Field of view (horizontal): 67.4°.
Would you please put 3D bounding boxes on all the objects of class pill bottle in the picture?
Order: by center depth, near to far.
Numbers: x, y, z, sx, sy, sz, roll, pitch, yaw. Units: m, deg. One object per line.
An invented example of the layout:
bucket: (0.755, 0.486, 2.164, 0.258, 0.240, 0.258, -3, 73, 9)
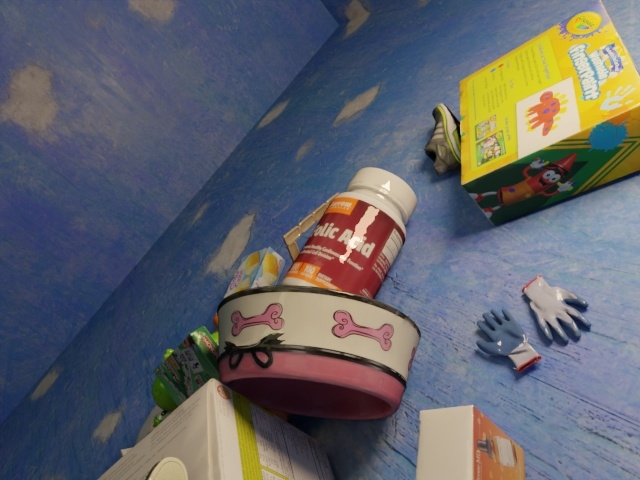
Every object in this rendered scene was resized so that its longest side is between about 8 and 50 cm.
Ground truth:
pill bottle: (0.084, 0.018, 1.239, 0.224, 0.224, 0.392, 1, 54, 53)

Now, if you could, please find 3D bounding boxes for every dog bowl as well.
dog bowl: (-0.014, 0.239, 0.937, 0.408, 0.408, 0.150, -19, 50, 40)

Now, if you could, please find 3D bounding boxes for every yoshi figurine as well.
yoshi figurine: (-0.317, 0.346, 1.300, 0.203, 0.203, 0.362, -28, 18, 46)

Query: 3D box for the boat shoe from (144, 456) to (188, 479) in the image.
boat shoe: (-0.241, 0.409, 0.632, 0.079, 0.084, 0.233, -22, 42, 32)

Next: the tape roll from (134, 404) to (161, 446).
tape roll: (-0.447, 0.564, 1.414, 0.219, 0.072, 0.219, -33, 31, 23)

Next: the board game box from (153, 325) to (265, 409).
board game box: (-0.235, 0.374, 1.093, 0.213, 0.317, 0.046, -43, -8, 37)

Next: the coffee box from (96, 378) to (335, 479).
coffee box: (-0.167, 0.525, 0.816, 0.338, 0.334, 0.338, -42, 32, 8)

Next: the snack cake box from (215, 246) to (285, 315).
snack cake box: (-0.235, 0.162, 1.622, 0.152, 0.089, 0.264, -19, 39, 39)

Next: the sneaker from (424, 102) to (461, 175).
sneaker: (0.358, -0.301, 1.408, 0.121, 0.111, 0.300, -36, 28, 27)

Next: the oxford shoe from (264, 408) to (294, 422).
oxford shoe: (-0.176, 0.443, 1.199, 0.364, 0.130, 0.133, -29, 0, 40)

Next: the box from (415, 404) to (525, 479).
box: (0.224, 0.341, 0.704, 0.091, 0.170, 0.130, -23, 37, 36)

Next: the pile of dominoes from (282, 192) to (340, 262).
pile of dominoes: (0.000, 0.000, 1.341, 0.040, 0.196, 0.251, 12, 42, 42)

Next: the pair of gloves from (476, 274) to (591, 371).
pair of gloves: (0.383, 0.154, 0.885, 0.198, 0.023, 0.159, -40, 28, 10)

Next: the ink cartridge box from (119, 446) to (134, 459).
ink cartridge box: (-0.326, 0.540, 1.109, 0.223, 0.224, 0.045, 23, 107, 53)

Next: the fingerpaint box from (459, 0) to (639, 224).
fingerpaint box: (0.528, -0.296, 1.113, 0.371, 0.163, 0.444, -25, 35, 35)
